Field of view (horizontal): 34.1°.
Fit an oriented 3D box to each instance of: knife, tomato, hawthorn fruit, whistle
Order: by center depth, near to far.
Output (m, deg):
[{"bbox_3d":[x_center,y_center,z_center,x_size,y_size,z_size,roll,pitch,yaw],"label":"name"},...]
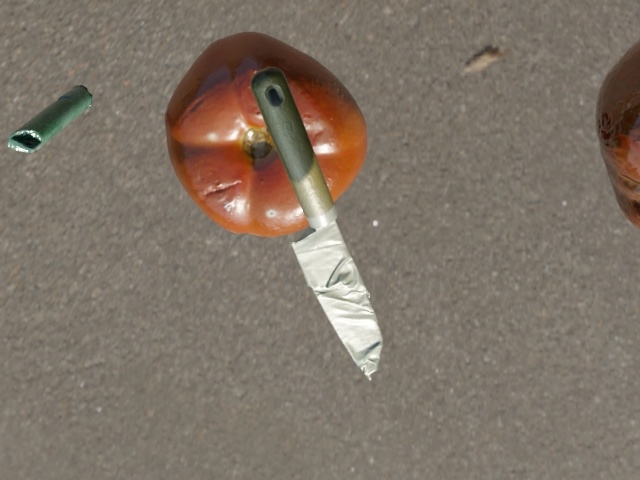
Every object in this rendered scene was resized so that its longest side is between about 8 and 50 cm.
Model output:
[{"bbox_3d":[-0.001,-0.001,0.818,0.047,0.017,0.298,-29,124,-9],"label":"knife"},{"bbox_3d":[0.357,-0.128,0.928,0.210,0.262,0.211,15,149,10],"label":"hawthorn fruit"},{"bbox_3d":[-0.073,-0.134,1.323,0.259,0.180,0.260,1,105,5],"label":"tomato"},{"bbox_3d":[-0.358,-0.160,1.389,0.039,0.186,0.039,6,118,11],"label":"whistle"}]
